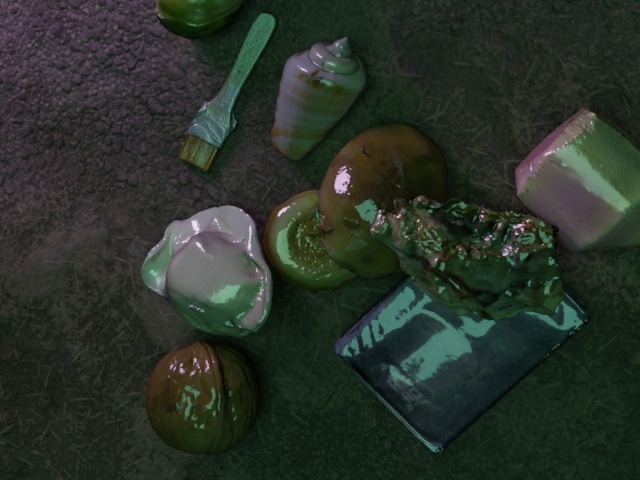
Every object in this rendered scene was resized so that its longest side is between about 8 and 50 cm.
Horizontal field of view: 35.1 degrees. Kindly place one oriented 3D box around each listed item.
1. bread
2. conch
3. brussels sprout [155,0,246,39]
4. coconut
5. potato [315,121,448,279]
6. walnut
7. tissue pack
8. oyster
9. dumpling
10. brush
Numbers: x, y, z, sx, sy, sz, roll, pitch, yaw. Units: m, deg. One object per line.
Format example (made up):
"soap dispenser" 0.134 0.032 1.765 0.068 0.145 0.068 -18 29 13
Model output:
"bread" 0.000 0.000 1.913 0.213 0.105 0.213 0 89 -8
"conch" -0.014 -0.264 1.876 0.158 0.127 0.255 26 103 7
"brussels sprout" -0.225 -0.453 1.892 0.183 0.145 0.131 -9 126 18
"coconut" 0.481 -0.092 1.746 0.245 0.233 0.233 45 104 -1
"potato" 0.121 -0.077 1.831 0.239 0.116 0.299 30 83 -8
"walnut" -0.229 0.304 1.971 0.228 0.228 0.227 2 99 12
"tissue pack" 0.260 0.164 1.881 0.394 0.124 0.288 -44 87 14
"oyster" 0.252 0.040 1.729 0.355 0.107 0.201 14 113 7
"dumpling" -0.185 0.059 1.947 0.318 0.187 0.242 15 78 32
"brush" -0.174 -0.292 1.961 0.085 0.020 0.336 30 103 7
